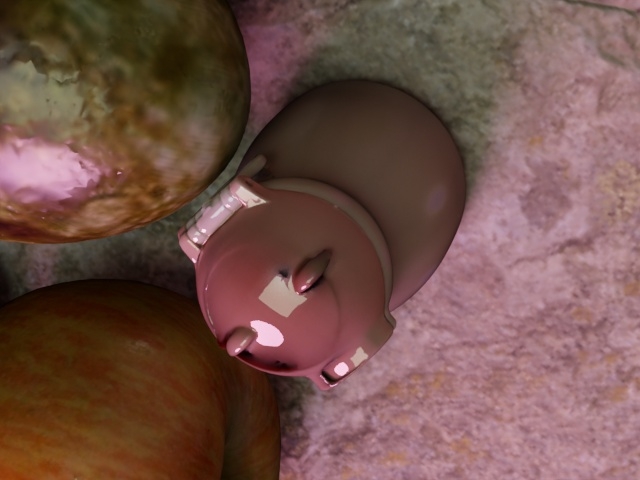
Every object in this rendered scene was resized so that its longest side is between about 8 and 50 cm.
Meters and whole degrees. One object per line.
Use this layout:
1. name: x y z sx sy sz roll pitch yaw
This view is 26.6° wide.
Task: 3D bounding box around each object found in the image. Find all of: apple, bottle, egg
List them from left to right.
1. egg: -0.172 -0.111 0.833 0.289 0.238 0.238 30 119 24
2. apple: -0.161 0.152 0.939 0.264 0.264 0.264 6 114 15
3. bottle: 0.000 0.000 0.833 0.147 0.236 0.148 6 114 14
